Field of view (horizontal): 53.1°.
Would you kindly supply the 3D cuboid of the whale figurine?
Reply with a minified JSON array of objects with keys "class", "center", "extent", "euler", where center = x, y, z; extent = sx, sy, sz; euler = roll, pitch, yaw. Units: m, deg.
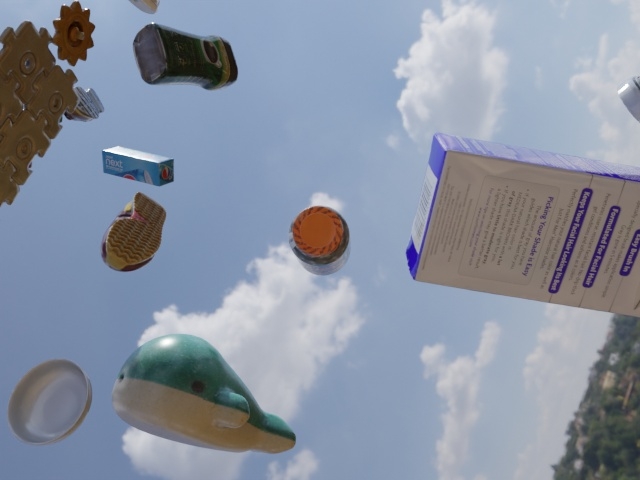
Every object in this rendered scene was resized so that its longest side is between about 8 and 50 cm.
[{"class":"whale figurine","center":[-0.158,0.226,0.927],"extent":[0.272,0.216,0.141],"euler":[28,-118,-27]}]

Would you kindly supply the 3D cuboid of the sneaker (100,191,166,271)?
[{"class":"sneaker","center":[-0.258,0.007,0.855],"extent":[0.084,0.070,0.185],"euler":[-49,16,19]}]

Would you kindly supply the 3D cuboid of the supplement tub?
[{"class":"supplement tub","center":[0.000,0.000,1.246],"extent":[0.190,0.117,0.117],"euler":[69,-137,-78]}]

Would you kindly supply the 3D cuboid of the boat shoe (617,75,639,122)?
[{"class":"boat shoe","center":[0.566,-0.217,0.971],"extent":[0.306,0.113,0.105],"euler":[1,-32,-37]}]

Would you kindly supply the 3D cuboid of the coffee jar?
[{"class":"coffee jar","center":[-0.228,-0.314,1.114],"extent":[0.184,0.079,0.096],"euler":[-11,-98,-54]}]

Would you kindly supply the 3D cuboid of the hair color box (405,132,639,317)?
[{"class":"hair color box","center":[0.302,-0.020,0.862],"extent":[0.110,0.339,0.185],"euler":[-85,5,-68]}]

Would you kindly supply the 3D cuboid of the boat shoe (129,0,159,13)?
[{"class":"boat shoe","center":[-0.432,-0.598,1.476],"extent":[0.184,0.066,0.063],"euler":[32,-109,-56]}]

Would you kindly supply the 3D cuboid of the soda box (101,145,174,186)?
[{"class":"soda box","center":[-0.524,-0.214,1.839],"extent":[0.067,0.210,0.071],"euler":[-34,-47,-57]}]

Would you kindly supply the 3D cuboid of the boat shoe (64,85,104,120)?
[{"class":"boat shoe","center":[-0.451,-0.246,1.192],"extent":[0.064,0.060,0.178],"euler":[63,179,-16]}]

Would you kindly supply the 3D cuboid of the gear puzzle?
[{"class":"gear puzzle","center":[-0.394,-0.186,0.828],"extent":[0.175,0.044,0.338],"euler":[80,-150,-64]}]

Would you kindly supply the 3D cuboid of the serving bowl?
[{"class":"serving bowl","center":[-0.255,0.157,0.616],"extent":[0.083,0.083,0.027],"euler":[-60,-24,-22]}]
